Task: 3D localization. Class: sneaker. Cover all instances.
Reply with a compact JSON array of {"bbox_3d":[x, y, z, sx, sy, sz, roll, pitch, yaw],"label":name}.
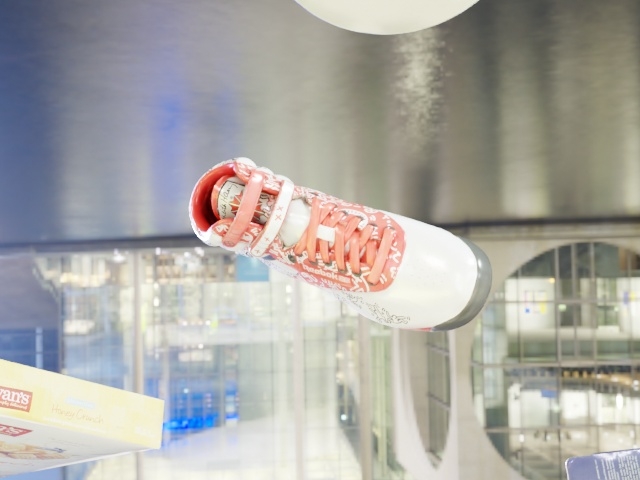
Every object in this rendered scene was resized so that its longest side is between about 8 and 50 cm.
[{"bbox_3d":[-0.001,0.001,0.676,0.145,0.090,0.270,22,179,-43],"label":"sneaker"}]

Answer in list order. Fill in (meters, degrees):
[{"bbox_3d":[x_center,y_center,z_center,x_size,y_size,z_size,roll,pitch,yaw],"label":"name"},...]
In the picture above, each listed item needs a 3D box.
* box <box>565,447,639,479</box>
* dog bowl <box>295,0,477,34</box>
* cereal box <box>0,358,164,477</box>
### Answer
[{"bbox_3d":[0.423,0.321,0.999,0.225,0.137,0.036,-17,161,32],"label":"box"},{"bbox_3d":[0.068,-0.337,0.791,0.264,0.104,0.265,-1,140,-1],"label":"dog bowl"},{"bbox_3d":[-0.274,0.157,0.689,0.240,0.047,0.173,-20,148,37],"label":"cereal box"}]
